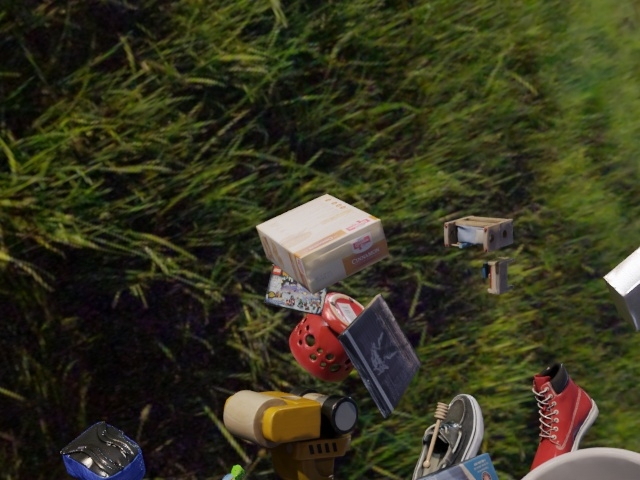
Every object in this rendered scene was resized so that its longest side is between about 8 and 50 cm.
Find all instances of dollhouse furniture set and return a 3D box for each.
[{"bbox_3d":[0.409,0.040,1.820,0.129,0.129,0.184,-14,105,-44],"label":"dollhouse furniture set"}]

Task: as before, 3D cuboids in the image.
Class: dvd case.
[{"bbox_3d":[0.115,0.207,1.312,0.164,0.018,0.221,60,27,-2],"label":"dvd case"}]

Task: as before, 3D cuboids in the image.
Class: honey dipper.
[{"bbox_3d":[0.283,0.482,1.738,0.030,0.030,0.161,36,65,-46],"label":"honey dipper"}]

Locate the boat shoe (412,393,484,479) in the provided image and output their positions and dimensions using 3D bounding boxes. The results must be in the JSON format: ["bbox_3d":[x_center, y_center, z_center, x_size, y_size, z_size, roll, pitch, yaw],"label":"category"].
[{"bbox_3d":[0.318,0.514,1.773,0.119,0.121,0.335,44,46,-20],"label":"boat shoe"}]

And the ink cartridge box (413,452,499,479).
[{"bbox_3d":[0.295,0.607,1.397,0.223,0.129,0.307,3,61,-51],"label":"ink cartridge box"}]

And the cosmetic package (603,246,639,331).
[{"bbox_3d":[0.646,0.101,1.431,0.060,0.099,0.239,55,9,36],"label":"cosmetic package"}]

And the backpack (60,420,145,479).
[{"bbox_3d":[-0.353,0.376,1.186,0.098,0.120,0.101,-42,135,-42],"label":"backpack"}]

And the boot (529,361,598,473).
[{"bbox_3d":[0.479,0.387,1.496,0.176,0.088,0.244,48,62,-20],"label":"boot"}]

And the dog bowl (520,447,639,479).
[{"bbox_3d":[0.412,0.459,1.041,0.102,0.349,0.349,56,31,-23],"label":"dog bowl"}]

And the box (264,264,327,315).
[{"bbox_3d":[-0.054,0.115,1.635,0.027,0.137,0.094,83,19,-77],"label":"box"}]

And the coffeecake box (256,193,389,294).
[{"bbox_3d":[0.000,0.000,1.137,0.185,0.142,0.068,32,-37,60],"label":"coffeecake box"}]

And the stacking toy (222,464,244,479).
[{"bbox_3d":[-0.206,0.542,1.391,0.167,0.221,0.052,57,-1,-37],"label":"stacking toy"}]

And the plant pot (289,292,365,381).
[{"bbox_3d":[0.040,0.248,1.864,0.191,0.174,0.191,29,27,-16],"label":"plant pot"}]

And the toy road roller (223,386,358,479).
[{"bbox_3d":[-0.071,0.497,1.743,0.329,0.202,0.240,8,84,-39],"label":"toy road roller"}]
